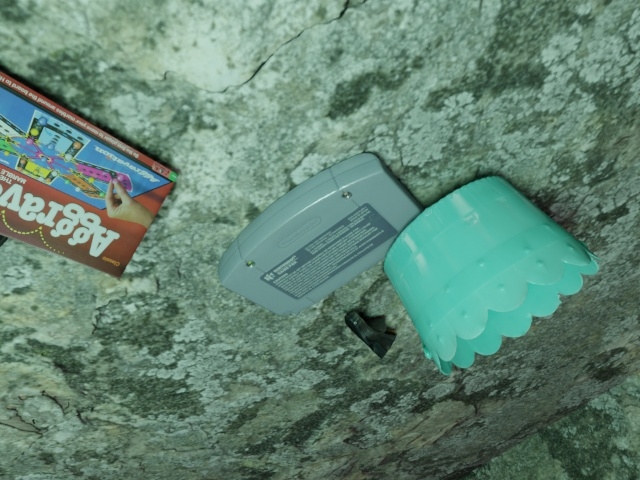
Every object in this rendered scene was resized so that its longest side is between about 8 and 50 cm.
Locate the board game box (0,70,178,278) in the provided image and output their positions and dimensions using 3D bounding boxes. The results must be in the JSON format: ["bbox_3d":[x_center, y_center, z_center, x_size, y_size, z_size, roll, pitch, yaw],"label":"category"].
[{"bbox_3d":[-0.298,-0.073,0.527,0.281,0.027,0.145,31,87,-43],"label":"board game box"}]

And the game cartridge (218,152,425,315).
[{"bbox_3d":[0.000,0.000,0.769,0.294,0.060,0.196,-35,142,17],"label":"game cartridge"}]

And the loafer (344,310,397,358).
[{"bbox_3d":[0.099,0.172,1.010,0.061,0.062,0.170,-45,142,-4],"label":"loafer"}]

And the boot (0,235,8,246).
[{"bbox_3d":[-0.482,-0.063,0.459,0.337,0.118,0.223,-9,133,-21],"label":"boot"}]

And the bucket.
[{"bbox_3d":[0.244,0.051,0.779,0.281,0.183,0.281,-25,152,-14],"label":"bucket"}]
